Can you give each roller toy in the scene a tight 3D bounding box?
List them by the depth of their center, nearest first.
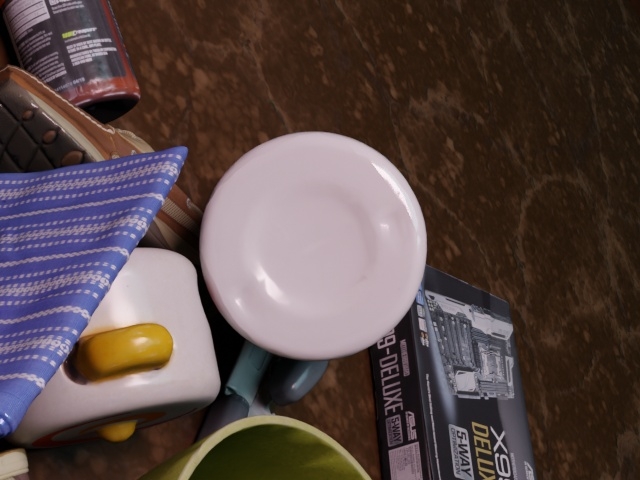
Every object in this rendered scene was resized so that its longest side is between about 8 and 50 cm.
[{"bbox_3d":[-0.184,0.099,1.061,0.191,0.209,0.146,9,63,-61],"label":"roller toy"}]

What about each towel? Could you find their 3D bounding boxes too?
[{"bbox_3d":[-0.264,0.033,0.962,0.336,0.243,0.040,-66,142,-49],"label":"towel"}]

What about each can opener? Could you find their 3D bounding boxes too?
[{"bbox_3d":[-0.074,0.187,1.258,0.074,0.093,0.280,50,42,-23],"label":"can opener"}]

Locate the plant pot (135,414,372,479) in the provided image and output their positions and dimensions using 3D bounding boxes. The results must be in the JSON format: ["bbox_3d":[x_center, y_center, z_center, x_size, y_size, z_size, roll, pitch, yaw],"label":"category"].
[{"bbox_3d":[-0.119,0.301,0.940,0.275,0.293,0.275,30,49,-41],"label":"plant pot"}]

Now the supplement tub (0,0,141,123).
[{"bbox_3d":[-0.256,-0.214,1.236,0.106,0.106,0.198,-10,78,-55],"label":"supplement tub"}]

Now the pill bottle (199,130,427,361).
[{"bbox_3d":[0.000,0.000,1.250,0.361,0.204,0.204,-42,108,-87],"label":"pill bottle"}]

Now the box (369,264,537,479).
[{"bbox_3d":[0.166,0.198,1.572,0.242,0.076,0.307,24,52,-44],"label":"box"}]

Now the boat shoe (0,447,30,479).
[{"bbox_3d":[-0.296,0.221,0.944,0.223,0.080,0.073,-18,80,-60],"label":"boat shoe"}]

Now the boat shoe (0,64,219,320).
[{"bbox_3d":[-0.209,-0.046,1.201,0.324,0.122,0.120,51,30,-35],"label":"boat shoe"}]
